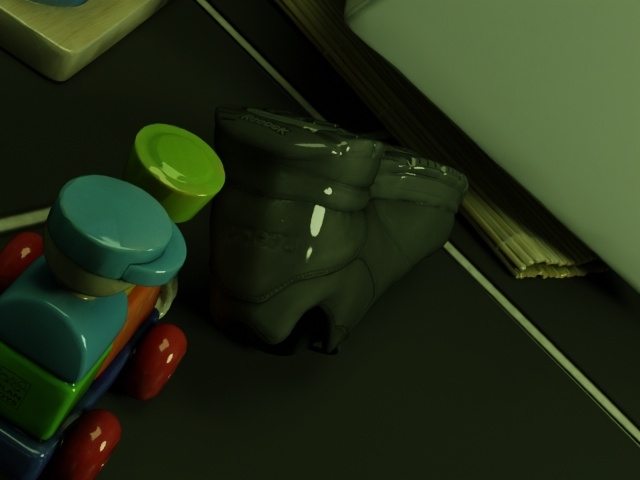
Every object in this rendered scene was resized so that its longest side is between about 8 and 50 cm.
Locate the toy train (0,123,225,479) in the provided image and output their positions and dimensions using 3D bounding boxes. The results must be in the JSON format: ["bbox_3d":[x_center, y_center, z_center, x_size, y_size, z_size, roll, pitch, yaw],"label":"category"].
[{"bbox_3d":[-0.093,0.000,0.938,0.105,0.143,0.248,34,31,1],"label":"toy train"}]

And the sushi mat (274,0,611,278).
[{"bbox_3d":[0.094,-0.091,1.358,0.151,0.019,0.316,-7,49,-48],"label":"sushi mat"}]

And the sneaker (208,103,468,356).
[{"bbox_3d":[0.000,0.000,1.071,0.109,0.130,0.286,14,3,22],"label":"sneaker"}]

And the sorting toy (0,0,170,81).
[{"bbox_3d":[-0.200,-0.247,1.238,0.255,0.089,0.257,35,31,2],"label":"sorting toy"}]

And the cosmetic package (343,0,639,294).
[{"bbox_3d":[0.244,-0.243,1.283,0.329,0.327,0.394,40,31,-25],"label":"cosmetic package"}]
